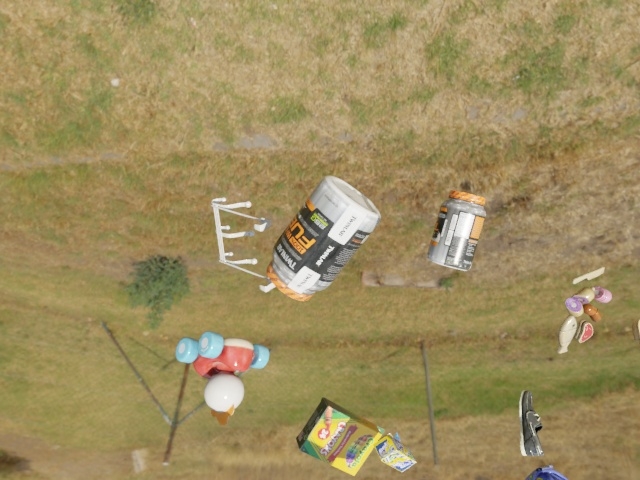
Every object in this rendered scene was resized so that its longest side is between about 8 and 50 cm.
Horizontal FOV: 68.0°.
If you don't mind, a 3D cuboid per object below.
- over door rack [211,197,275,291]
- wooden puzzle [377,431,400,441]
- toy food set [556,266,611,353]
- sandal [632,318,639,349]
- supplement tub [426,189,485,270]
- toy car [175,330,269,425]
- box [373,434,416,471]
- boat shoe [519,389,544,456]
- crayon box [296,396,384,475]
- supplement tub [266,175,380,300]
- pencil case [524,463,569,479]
[{"bbox_3d":[-0.244,0.002,1.598,0.108,0.324,0.240,-22,121,-35],"label":"over door rack"},{"bbox_3d":[0.242,0.714,1.654,0.116,0.079,0.014,-40,165,35],"label":"wooden puzzle"},{"bbox_3d":[0.366,0.099,0.650,0.077,0.019,0.122,-18,120,-17],"label":"toy food set"},{"bbox_3d":[0.937,0.321,1.301,0.088,0.240,0.079,9,148,-12],"label":"sandal"},{"bbox_3d":[0.353,-0.027,1.223,0.116,0.191,0.117,15,-175,-1],"label":"supplement tub"},{"bbox_3d":[-0.291,0.409,1.375,0.210,0.238,0.219,-19,147,35],"label":"toy car"},{"bbox_3d":[0.226,0.642,1.426,0.059,0.054,0.169,-36,134,6],"label":"box"},{"bbox_3d":[0.770,0.663,1.728,0.079,0.233,0.084,-14,139,35],"label":"boat shoe"},{"bbox_3d":[0.092,0.771,1.840,0.318,0.081,0.202,32,91,-19],"label":"crayon box"},{"bbox_3d":[0.000,0.000,1.285,0.193,0.194,0.316,27,110,-28],"label":"supplement tub"},{"bbox_3d":[0.369,0.555,0.895,0.133,0.119,0.306,20,123,-8],"label":"pencil case"}]
